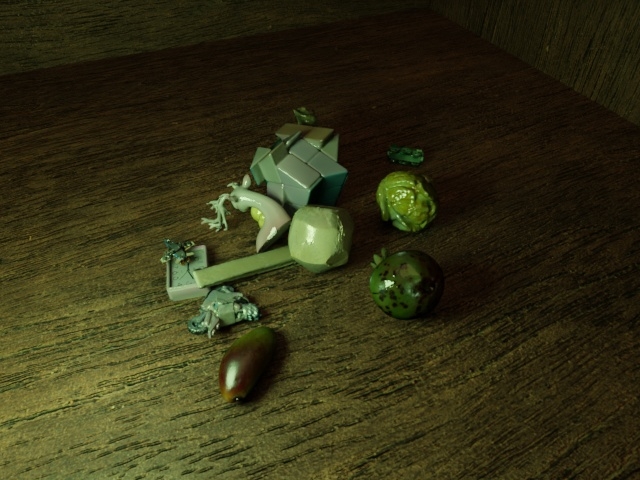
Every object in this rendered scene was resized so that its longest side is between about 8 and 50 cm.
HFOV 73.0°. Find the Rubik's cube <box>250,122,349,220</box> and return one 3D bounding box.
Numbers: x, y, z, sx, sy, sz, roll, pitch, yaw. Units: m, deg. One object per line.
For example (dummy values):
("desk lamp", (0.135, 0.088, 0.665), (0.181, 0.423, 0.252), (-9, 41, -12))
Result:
("Rubik's cube", (-0.087, -0.269, 1.743), (0.368, 0.387, 0.358), (37, 59, 9))

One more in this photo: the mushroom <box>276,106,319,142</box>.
("mushroom", (-0.064, -0.421, 1.941), (0.211, 0.292, 0.217), (-27, 65, -22))

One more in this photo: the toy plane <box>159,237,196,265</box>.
("toy plane", (-0.531, 0.024, 1.558), (0.135, 0.062, 0.188), (-33, 55, -27))

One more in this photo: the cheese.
("cheese", (-0.255, 0.092, 1.559), (0.399, 0.034, 0.085), (-16, 52, -28))

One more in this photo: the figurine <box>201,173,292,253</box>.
("figurine", (-0.295, -0.096, 1.669), (0.206, 0.284, 0.316), (-35, 81, -37))

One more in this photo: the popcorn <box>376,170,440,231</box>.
("popcorn", (0.361, -0.163, 1.728), (0.225, 0.276, 0.277), (-25, 37, 29))

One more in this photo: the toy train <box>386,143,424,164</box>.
("toy train", (0.408, -0.411, 2.066), (0.178, 0.071, 0.105), (12, 36, 14))

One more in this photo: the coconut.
("coconut", (0.000, 0.000, 1.550), (0.244, 0.248, 0.245), (7, 9, -1))

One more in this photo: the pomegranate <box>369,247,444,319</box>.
("pomegranate", (0.254, 0.134, 1.443), (0.242, 0.243, 0.305), (-36, 35, -29))

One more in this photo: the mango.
("mango", (-0.219, 0.355, 1.293), (0.133, 0.111, 0.268), (7, 40, 23))

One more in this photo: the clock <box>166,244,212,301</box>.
("clock", (-0.477, 0.115, 1.560), (0.149, 0.063, 0.197), (-9, 47, -10))

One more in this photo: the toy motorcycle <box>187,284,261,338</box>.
("toy motorcycle", (-0.296, 0.233, 1.410), (0.203, 0.108, 0.239), (11, 47, 11))
